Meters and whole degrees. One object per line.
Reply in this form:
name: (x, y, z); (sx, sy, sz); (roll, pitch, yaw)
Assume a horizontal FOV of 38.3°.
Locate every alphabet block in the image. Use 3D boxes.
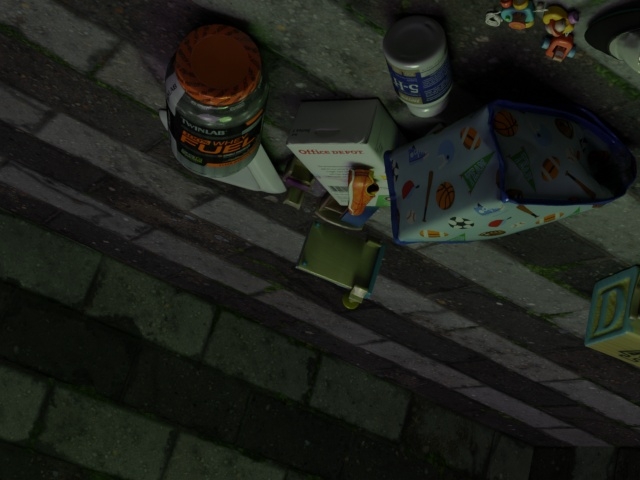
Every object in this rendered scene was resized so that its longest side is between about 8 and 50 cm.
alphabet block: (0.819, 0.201, 2.351); (0.197, 0.192, 0.193); (20, 160, -12)

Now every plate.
plate: (-0.245, -0.207, 2.278); (0.278, 0.045, 0.277); (17, 160, 23)

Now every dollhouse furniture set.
dollhouse furniture set: (0.000, 0.000, 2.300); (0.286, 0.303, 0.198); (20, 158, -9)

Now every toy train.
toy train: (0.359, -0.346, 1.537); (0.166, 0.046, 0.125); (19, 158, -7)

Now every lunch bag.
lunch bag: (0.372, -0.125, 1.802); (0.385, 0.239, 0.327); (3, 167, -33)

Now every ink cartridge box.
ink cartridge box: (0.082, -0.188, 2.030); (0.201, 0.117, 0.278); (3, 155, 31)

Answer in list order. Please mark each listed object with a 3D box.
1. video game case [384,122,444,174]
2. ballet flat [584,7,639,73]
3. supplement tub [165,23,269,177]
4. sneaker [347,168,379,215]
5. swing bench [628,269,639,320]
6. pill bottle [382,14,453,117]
video game case: (0.226, -0.159, 1.980); (0.019, 0.157, 0.143); (51, -176, 39)
ballet flat: (0.530, -0.315, 1.419); (0.280, 0.096, 0.095); (-6, 150, 45)
supplement tub: (-0.213, -0.283, 1.893); (0.207, 0.207, 0.338); (17, 159, -1)
sneaker: (0.093, -0.098, 1.999); (0.067, 0.064, 0.175); (4, 160, 3)
swing bench: (0.888, 0.115, 2.129); (0.253, 0.165, 0.255); (16, 162, 1)
pill bottle: (0.182, -0.308, 1.671); (0.112, 0.112, 0.187); (9, 157, 20)
